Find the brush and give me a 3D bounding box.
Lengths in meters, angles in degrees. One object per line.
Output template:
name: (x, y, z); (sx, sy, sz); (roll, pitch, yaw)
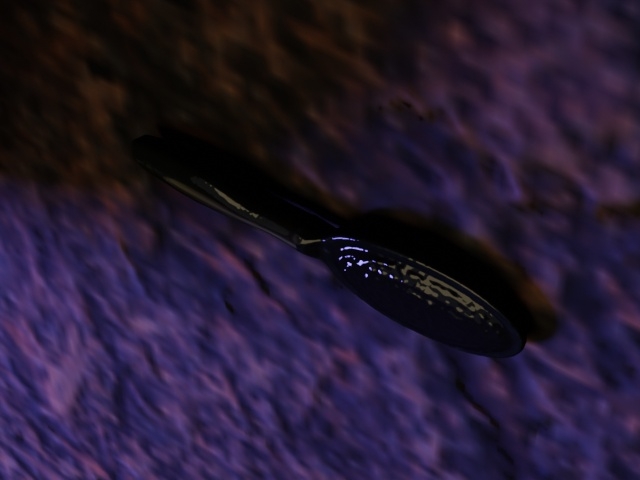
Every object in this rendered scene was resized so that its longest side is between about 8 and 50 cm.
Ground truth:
brush: (0.000, 0.000, 0.326); (0.083, 0.008, 0.024); (28, 150, 21)
